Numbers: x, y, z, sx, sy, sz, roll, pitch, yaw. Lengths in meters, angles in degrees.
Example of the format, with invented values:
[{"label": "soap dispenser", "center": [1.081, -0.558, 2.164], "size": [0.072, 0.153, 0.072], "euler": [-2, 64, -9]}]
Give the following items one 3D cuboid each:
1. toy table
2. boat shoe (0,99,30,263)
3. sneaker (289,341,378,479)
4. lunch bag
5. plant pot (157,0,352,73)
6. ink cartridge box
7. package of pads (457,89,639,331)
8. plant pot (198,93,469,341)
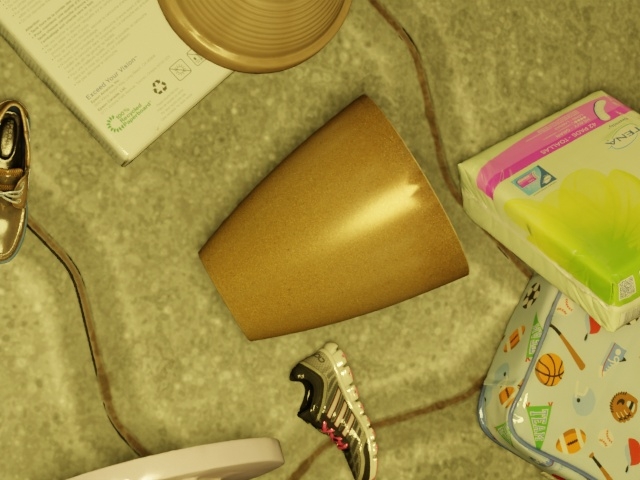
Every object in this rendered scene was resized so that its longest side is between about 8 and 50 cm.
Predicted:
[{"label": "toy table", "center": [-0.151, 0.319, 1.497], "size": [0.274, 0.252, 0.161], "euler": [-12, 73, -17]}, {"label": "boat shoe", "center": [-0.353, -0.066, 1.540], "size": [0.066, 0.066, 0.183], "euler": [2, 85, -17]}, {"label": "sneaker", "center": [0.012, 0.209, 1.634], "size": [0.075, 0.063, 0.170], "euler": [-19, 86, -18]}, {"label": "lunch bag", "center": [0.341, 0.163, 1.713], "size": [0.243, 0.115, 0.303], "euler": [29, 77, -15]}, {"label": "plant pot", "center": [-0.063, -0.312, 1.558], "size": [0.237, 0.110, 0.237], "euler": [2, 84, -18]}, {"label": "ink cartridge box", "center": [-0.216, -0.310, 1.601], "size": [0.324, 0.071, 0.330], "euler": [-43, 96, -17]}, {"label": "package of pads", "center": [0.339, -0.043, 1.645], "size": [0.229, 0.296, 0.101], "euler": [-27, 133, -17]}, {"label": "plant pot", "center": [0.000, 0.000, 1.576], "size": [0.254, 0.237, 0.237], "euler": [-30, 95, -3]}]
